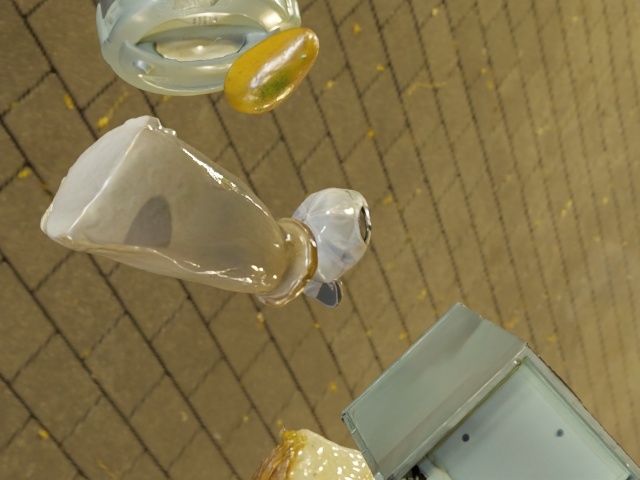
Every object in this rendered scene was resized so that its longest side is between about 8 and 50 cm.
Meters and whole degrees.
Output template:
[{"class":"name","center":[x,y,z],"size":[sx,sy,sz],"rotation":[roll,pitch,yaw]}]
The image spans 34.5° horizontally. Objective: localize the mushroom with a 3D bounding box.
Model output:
[{"class":"mushroom","center":[-0.152,-0.025,1.230],"size":[0.407,0.137,0.154],"rotation":[23,60,-54]}]

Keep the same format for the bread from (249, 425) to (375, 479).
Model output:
[{"class":"bread","center":[-0.016,0.392,1.071],"size":[0.279,0.207,0.279],"rotation":[-56,-167,40]}]

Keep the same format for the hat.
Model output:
[{"class":"hat","center":[0.000,0.004,2.157],"size":[0.275,0.161,0.232],"rotation":[124,-17,-61]}]

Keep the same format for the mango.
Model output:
[{"class":"mango","center":[-0.049,-0.174,1.045],"size":[0.114,0.079,0.057],"rotation":[-36,123,19]}]

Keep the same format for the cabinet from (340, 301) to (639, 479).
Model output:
[{"class":"cabinet","center":[0.125,0.162,0.796],"size":[0.150,0.206,0.145],"rotation":[-43,97,-1]}]

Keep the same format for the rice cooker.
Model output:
[{"class":"rice cooker","center":[-0.186,-0.363,1.489],"size":[0.288,0.288,0.277],"rotation":[17,53,-54]}]
